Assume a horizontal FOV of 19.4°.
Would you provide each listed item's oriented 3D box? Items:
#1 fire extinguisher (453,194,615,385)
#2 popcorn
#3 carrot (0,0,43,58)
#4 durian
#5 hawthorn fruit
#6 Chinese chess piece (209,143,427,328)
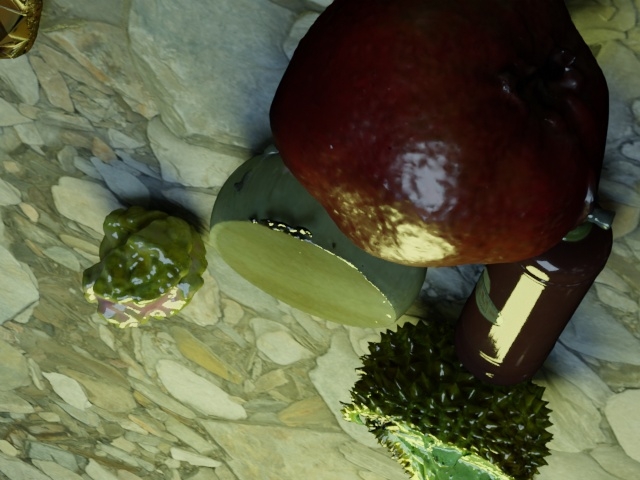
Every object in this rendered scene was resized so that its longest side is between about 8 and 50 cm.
[{"bbox_3d":[0.199,0.017,1.810,0.138,0.102,0.344,25,149,4],"label":"fire extinguisher"},{"bbox_3d":[-0.195,0.031,2.090,0.125,0.126,0.145,22,123,-22],"label":"popcorn"},{"bbox_3d":[-0.295,-0.253,1.799,0.069,0.069,0.229,24,149,2],"label":"carrot"},{"bbox_3d":[0.140,0.186,2.032,0.237,0.176,0.200,37,137,-27],"label":"durian"},{"bbox_3d":[0.087,-0.107,1.565,0.265,0.265,0.307,40,154,-23],"label":"hawthorn fruit"},{"bbox_3d":[0.000,0.000,1.898,0.237,0.092,0.238,24,161,9],"label":"Chinese chess piece"}]
